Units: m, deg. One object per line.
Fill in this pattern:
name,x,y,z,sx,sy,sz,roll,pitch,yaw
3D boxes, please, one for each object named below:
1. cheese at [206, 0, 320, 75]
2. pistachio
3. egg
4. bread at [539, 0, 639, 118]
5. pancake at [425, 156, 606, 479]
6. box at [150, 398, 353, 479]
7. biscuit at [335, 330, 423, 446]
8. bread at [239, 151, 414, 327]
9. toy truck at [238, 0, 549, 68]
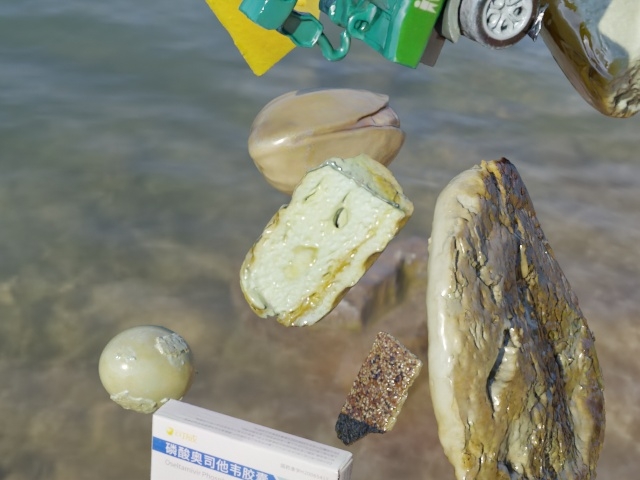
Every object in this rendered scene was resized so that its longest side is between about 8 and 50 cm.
cheese,-0.098,-0.313,1.440,0.171,0.126,0.093,31,47,-31
pistachio,0.006,-0.148,1.688,0.293,0.181,0.162,-10,81,-44
egg,-0.317,0.231,2.077,0.164,0.164,0.201,31,8,31
bread,0.355,-0.293,1.320,0.224,0.279,0.250,-20,-6,16
pancake,0.171,0.102,1.001,0.065,0.356,0.356,-10,25,27
box,-0.122,0.406,1.902,0.343,0.200,0.065,14,23,19
biscuit,0.103,0.298,2.145,0.026,0.237,0.131,13,18,-37
bread,0.000,0.000,1.330,0.128,0.232,0.088,35,27,-8
toy truck,0.092,-0.285,0.785,0.178,0.364,0.176,14,20,-34
